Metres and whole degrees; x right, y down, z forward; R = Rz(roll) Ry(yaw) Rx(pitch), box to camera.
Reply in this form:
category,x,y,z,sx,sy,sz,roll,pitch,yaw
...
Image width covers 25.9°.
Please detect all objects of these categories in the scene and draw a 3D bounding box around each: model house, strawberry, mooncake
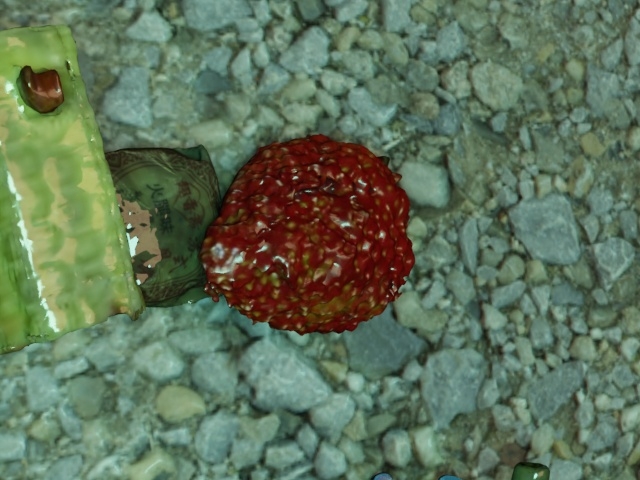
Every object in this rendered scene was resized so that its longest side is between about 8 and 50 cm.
category,x,y,z,sx,sy,sz,roll,pitch,yaw
model house,-0.210,-0.022,0.894,0.160,0.254,0.196,-16,91,-32
strawberry,-0.004,-0.015,1.088,0.228,0.098,0.174,11,72,-59
mooncake,-0.131,-0.009,1.056,0.130,0.073,0.125,-9,90,-34

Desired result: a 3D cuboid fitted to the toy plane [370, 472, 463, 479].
category,x,y,z,sx,sy,sz,roll,pitch,yaw
toy plane,0.127,0.303,1.181,0.246,0.078,0.169,34,65,-20

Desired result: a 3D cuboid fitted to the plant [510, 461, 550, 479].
category,x,y,z,sx,sy,sz,roll,pitch,yaw
plant,0.103,0.349,1.069,0.306,0.261,0.297,14,55,-66
